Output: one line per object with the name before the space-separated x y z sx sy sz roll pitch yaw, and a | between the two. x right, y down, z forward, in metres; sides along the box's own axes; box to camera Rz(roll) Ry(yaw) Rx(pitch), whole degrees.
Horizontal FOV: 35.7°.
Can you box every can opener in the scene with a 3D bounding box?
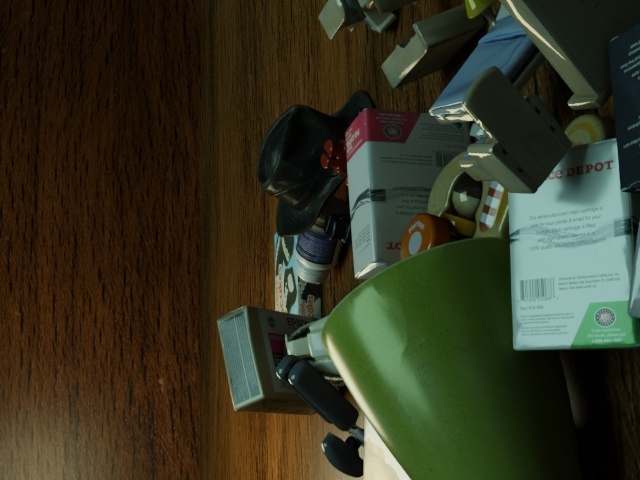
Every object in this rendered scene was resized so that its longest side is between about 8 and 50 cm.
can opener | 0.014 0.310 1.691 0.095 0.283 0.076 -52 34 -15

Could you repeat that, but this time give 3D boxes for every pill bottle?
pill bottle | 0.000 0.000 2.019 0.094 0.094 0.169 -111 29 -52

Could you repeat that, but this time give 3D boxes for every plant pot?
plant pot | 0.179 0.194 1.156 0.294 0.274 0.275 67 152 28

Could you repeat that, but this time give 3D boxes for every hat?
hat | -0.041 -0.174 1.945 0.331 0.133 0.331 -49 23 29

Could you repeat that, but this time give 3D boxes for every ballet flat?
ballet flat | 0.037 0.187 1.728 0.483 0.181 0.164 150 123 -69

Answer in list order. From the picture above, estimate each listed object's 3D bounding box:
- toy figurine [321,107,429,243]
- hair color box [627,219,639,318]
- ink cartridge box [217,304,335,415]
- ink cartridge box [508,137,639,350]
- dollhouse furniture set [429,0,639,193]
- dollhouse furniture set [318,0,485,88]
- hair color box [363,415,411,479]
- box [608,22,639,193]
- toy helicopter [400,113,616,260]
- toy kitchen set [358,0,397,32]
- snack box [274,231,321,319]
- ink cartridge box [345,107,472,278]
toy figurine | 0.104 -0.101 1.644 0.209 0.148 0.213 135 137 -57
hair color box | 0.356 -0.114 0.733 0.185 0.113 0.375 11 101 32
ink cartridge box | -0.083 0.242 1.978 0.088 0.234 0.193 -28 64 32
ink cartridge box | 0.283 0.010 1.042 0.153 0.086 0.209 -8 80 47
dollhouse furniture set | 0.172 -0.224 1.113 0.286 0.198 0.303 -50 21 -13
dollhouse furniture set | 0.122 -0.382 1.516 0.242 0.212 0.161 63 159 5
hair color box | 0.164 0.340 1.427 0.339 0.110 0.185 176 95 -74
box | 0.353 -0.135 0.916 0.156 0.093 0.158 148 123 -68
toy helicopter | 0.248 -0.083 1.256 0.355 0.140 0.235 -29 50 58
toy kitchen set | 0.114 -0.511 1.797 0.207 0.166 0.122 -46 27 6
snack box | -0.053 0.123 2.227 0.187 0.060 0.322 146 125 -69
ink cartridge box | 0.136 -0.063 1.467 0.100 0.171 0.237 136 134 -66
